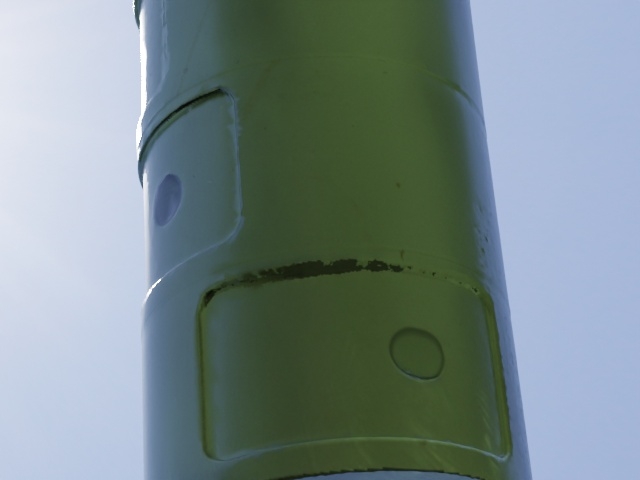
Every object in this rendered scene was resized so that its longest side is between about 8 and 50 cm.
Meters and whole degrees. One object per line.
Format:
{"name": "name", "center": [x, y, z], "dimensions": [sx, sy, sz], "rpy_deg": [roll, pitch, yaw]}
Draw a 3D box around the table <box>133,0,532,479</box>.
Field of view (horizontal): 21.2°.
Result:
{"name": "table", "center": [0.000, 0.000, 0.587], "dimensions": [0.126, 0.126, 0.220], "rpy_deg": [3, -120, -14]}
